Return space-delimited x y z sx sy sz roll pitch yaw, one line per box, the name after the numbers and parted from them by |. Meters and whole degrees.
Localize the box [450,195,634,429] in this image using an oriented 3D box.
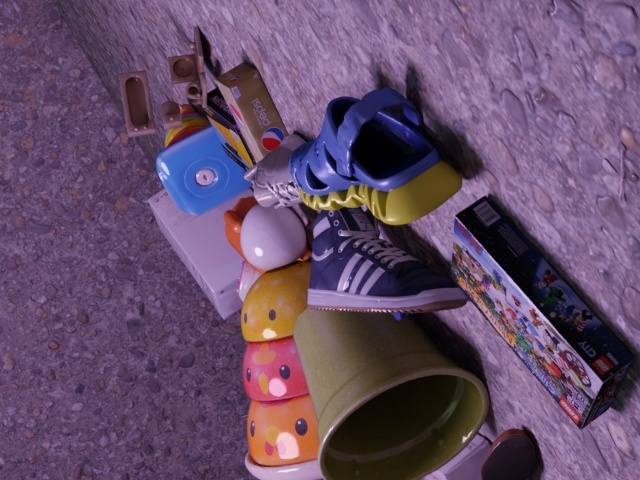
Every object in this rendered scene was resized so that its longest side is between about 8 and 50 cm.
0.230 0.080 1.133 0.233 0.044 0.159 51 167 25 | box

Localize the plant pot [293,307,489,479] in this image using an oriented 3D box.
0.082 0.205 1.628 0.276 0.276 0.254 70 174 -47 | plant pot

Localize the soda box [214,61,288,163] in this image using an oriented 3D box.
-0.101 -0.194 1.709 0.061 0.058 0.181 39 158 56 | soda box

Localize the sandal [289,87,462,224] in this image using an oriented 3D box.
0.047 -0.109 1.224 0.317 0.126 0.138 8 127 64 | sandal

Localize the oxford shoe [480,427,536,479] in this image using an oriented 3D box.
0.274 0.326 1.567 0.212 0.076 0.076 91 -175 -53 | oxford shoe

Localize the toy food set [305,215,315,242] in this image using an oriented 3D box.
0.000 0.000 1.907 0.083 0.020 0.083 50 167 27 | toy food set

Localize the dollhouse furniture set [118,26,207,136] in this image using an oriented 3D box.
-0.279 -0.279 1.862 0.123 0.151 0.144 118 142 -76 | dollhouse furniture set

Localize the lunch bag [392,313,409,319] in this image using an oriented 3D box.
0.109 0.069 1.538 0.098 0.065 0.067 50 167 31 | lunch bag

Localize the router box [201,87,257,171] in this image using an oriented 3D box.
-0.150 -0.194 1.936 0.179 0.046 0.133 40 159 54 | router box

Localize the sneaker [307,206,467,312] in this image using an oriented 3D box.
0.082 0.022 1.439 0.282 0.099 0.153 -2 87 49 | sneaker

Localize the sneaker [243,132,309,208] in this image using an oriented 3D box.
-0.033 -0.083 1.576 0.099 0.121 0.262 60 168 -20 | sneaker

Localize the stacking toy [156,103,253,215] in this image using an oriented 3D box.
-0.265 -0.206 2.197 0.175 0.165 0.302 61 -177 -38 | stacking toy

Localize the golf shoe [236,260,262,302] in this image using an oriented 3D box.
-0.055 0.119 2.194 0.140 0.115 0.306 2 166 25 | golf shoe

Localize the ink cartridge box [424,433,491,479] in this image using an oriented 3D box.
0.270 0.443 1.792 0.237 0.100 0.172 59 168 -11 | ink cartridge box

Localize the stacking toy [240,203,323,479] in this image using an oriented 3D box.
-0.038 0.162 1.889 0.350 0.350 0.480 -179 69 -76 | stacking toy

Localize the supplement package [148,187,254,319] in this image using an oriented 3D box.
-0.213 -0.008 2.305 0.263 0.199 0.198 53 168 18 | supplement package

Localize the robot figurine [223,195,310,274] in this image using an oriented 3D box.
-0.104 -0.009 2.054 0.219 0.128 0.158 42 157 54 | robot figurine
